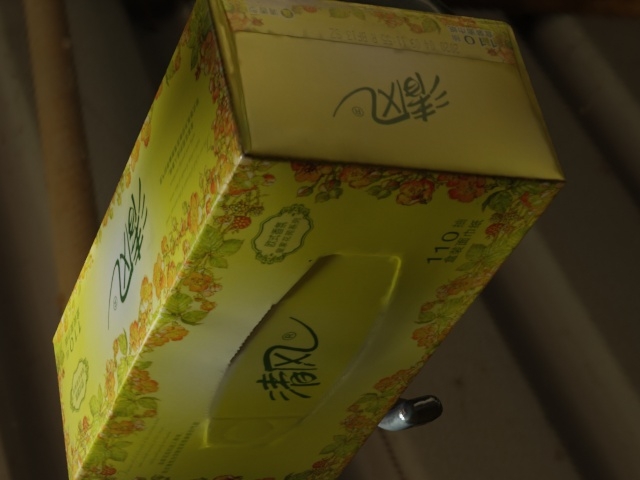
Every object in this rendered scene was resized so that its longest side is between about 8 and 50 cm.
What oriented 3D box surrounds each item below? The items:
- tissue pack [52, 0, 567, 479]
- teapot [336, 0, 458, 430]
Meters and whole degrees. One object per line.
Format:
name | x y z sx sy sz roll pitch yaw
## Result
tissue pack | -0.013 0.010 0.450 0.095 0.176 0.062 3 -128 -25
teapot | 0.011 -0.015 1.102 0.305 0.285 0.223 46 -126 6
